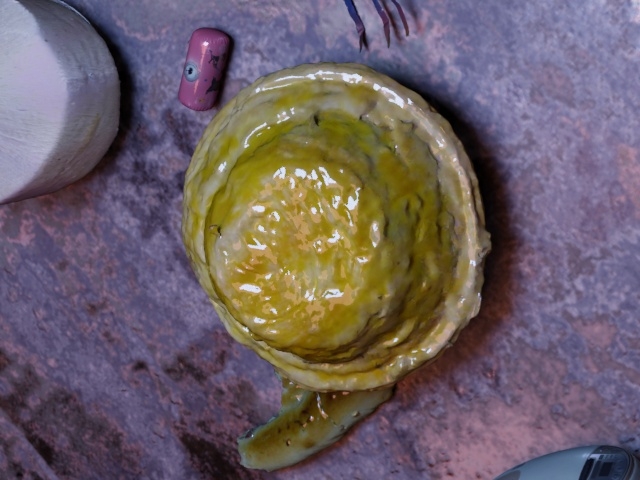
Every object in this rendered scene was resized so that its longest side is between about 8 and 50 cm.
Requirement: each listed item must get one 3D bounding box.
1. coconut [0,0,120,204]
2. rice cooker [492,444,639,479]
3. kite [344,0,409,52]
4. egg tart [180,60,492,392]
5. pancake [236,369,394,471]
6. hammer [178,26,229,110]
[{"bbox_3d":[-0.319,-0.140,1.617,0.224,0.234,0.224,10,109,29],"label":"coconut"},{"bbox_3d":[0.218,0.269,1.519,0.206,0.145,0.127,-32,99,33],"label":"rice cooker"},{"bbox_3d":[0.014,-0.281,1.524,0.127,0.016,0.229,-15,99,48],"label":"kite"},{"bbox_3d":[0.000,0.000,1.502,0.319,0.128,0.319,6,108,18],"label":"egg tart"},{"bbox_3d":[-0.009,0.074,1.627,0.197,0.054,0.376,22,112,21],"label":"pancake"},{"bbox_3d":[-0.115,-0.167,1.616,0.043,0.043,0.083,25,116,18],"label":"hammer"}]
